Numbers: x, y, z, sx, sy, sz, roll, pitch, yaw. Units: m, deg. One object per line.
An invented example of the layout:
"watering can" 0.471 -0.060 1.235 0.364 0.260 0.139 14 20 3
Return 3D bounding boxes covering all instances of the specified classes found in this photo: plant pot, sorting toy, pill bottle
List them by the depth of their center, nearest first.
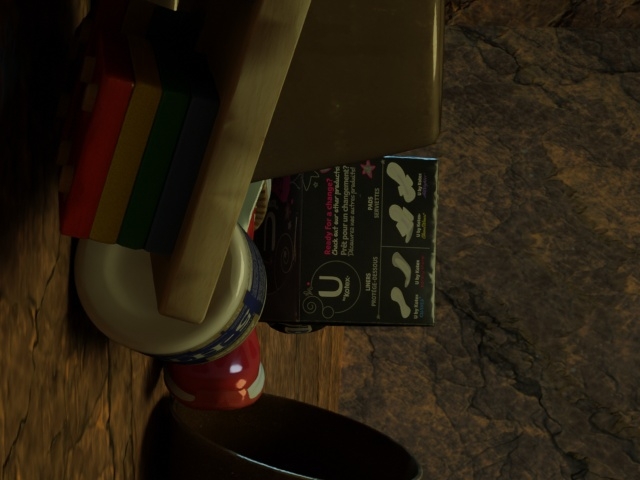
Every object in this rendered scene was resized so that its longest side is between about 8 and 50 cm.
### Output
"sorting toy" -0.081 -0.128 0.969 0.255 0.089 0.257 -110 -143 -65
"pill bottle" -0.094 0.028 1.185 0.186 0.112 0.112 56 36 -81
"plant pot" -0.027 -0.146 1.255 0.263 0.229 0.263 2 90 -84
"plant pot" -0.050 0.268 1.456 0.215 0.215 0.230 -60 167 -80

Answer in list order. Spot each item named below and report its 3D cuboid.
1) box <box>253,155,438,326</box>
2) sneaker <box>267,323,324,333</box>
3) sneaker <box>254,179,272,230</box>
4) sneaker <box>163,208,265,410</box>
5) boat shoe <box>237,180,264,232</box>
"box" 0.000 0.000 1.682 0.247 0.142 0.163 177 -85 -69
"sneaker" -0.015 0.050 2.042 0.330 0.130 0.147 -42 139 -73
"sneaker" -0.067 -0.154 1.516 0.153 0.099 0.282 -76 174 -49
"sneaker" -0.091 0.041 1.445 0.221 0.087 0.128 -108 -164 -64
"boat shoe" -0.100 -0.006 1.409 0.083 0.065 0.183 10 -104 61
